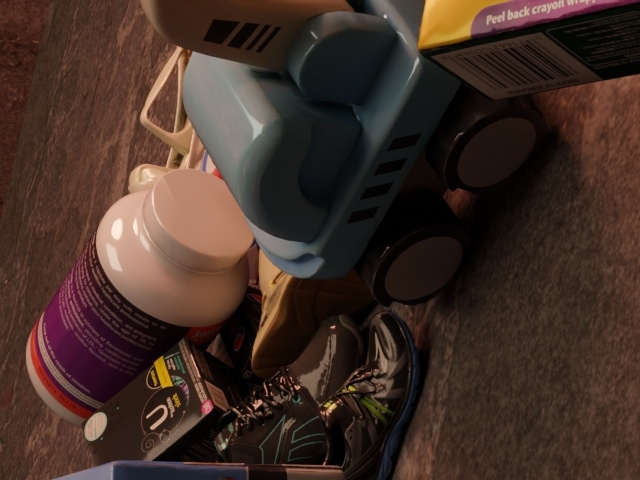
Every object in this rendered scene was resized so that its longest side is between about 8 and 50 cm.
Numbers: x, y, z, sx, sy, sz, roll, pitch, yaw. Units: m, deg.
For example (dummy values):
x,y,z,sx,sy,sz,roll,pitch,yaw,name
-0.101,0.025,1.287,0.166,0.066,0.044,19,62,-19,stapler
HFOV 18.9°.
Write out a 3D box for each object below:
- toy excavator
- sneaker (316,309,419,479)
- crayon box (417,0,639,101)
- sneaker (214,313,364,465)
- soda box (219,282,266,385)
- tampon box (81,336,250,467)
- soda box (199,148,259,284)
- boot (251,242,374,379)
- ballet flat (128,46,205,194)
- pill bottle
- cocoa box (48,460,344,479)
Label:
x,y,z,sx,sy,sz,roll,pitch,yaw,name
-0.028,-0.155,1.632,0.222,0.445,0.433,57,132,37,toy excavator
0.040,0.155,1.798,0.067,0.078,0.188,10,83,69,sneaker
0.259,-0.285,1.391,0.363,0.106,0.313,-7,64,43,crayon box
-0.041,0.190,1.943,0.267,0.106,0.101,-65,20,16,sneaker
-0.074,0.104,2.166,0.060,0.053,0.169,-67,21,16,soda box
-0.158,0.210,2.079,0.161,0.101,0.120,-41,43,12,tampon box
-0.105,-0.051,2.330,0.092,0.083,0.263,-10,64,67,soda box
0.000,0.000,2.010,0.262,0.095,0.203,121,157,-44,boot
-0.183,-0.110,2.512,0.139,0.139,0.400,-19,57,65,ballet flat
-0.198,0.067,2.175,0.323,0.181,0.181,-53,28,41,pill bottle
-0.123,0.381,1.732,0.231,0.228,0.347,154,118,-63,cocoa box
